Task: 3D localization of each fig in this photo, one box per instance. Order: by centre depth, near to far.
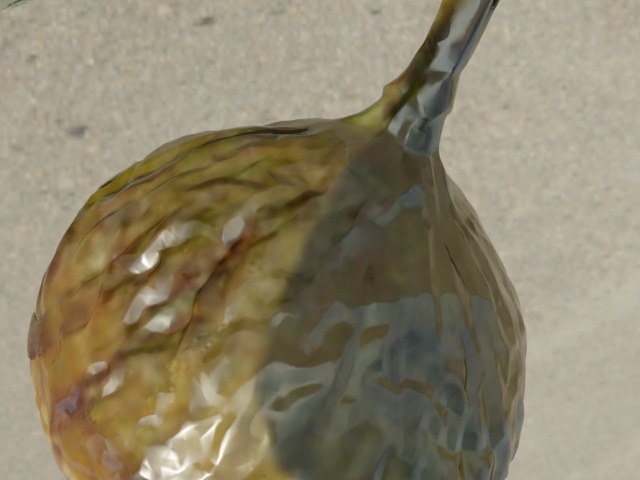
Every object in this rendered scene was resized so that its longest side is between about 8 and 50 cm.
[{"bbox_3d":[0.000,0.000,0.745,0.286,0.286,0.369,4,120,-28],"label":"fig"}]

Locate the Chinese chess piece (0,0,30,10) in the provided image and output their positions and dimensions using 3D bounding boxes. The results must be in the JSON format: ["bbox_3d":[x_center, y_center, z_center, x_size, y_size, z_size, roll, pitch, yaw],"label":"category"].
[{"bbox_3d":[-0.175,-0.213,0.705,0.349,0.146,0.349,-25,-176,2],"label":"Chinese chess piece"}]
